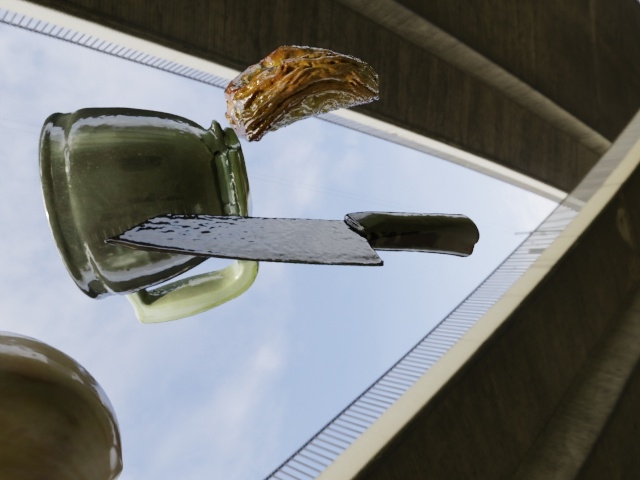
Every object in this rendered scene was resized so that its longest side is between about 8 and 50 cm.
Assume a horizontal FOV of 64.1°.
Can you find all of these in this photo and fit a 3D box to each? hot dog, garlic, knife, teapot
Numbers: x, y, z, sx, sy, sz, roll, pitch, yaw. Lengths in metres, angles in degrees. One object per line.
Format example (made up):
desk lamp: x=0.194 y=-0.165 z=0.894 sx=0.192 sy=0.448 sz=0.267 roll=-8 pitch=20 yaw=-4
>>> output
hot dog: x=-0.029 y=-0.250 z=0.815 sx=0.259 sy=0.175 sz=0.114 roll=-25 pitch=-62 yaw=-18
garlic: x=-0.221 y=0.158 z=0.389 sx=0.266 sy=0.128 sz=0.148 roll=37 pitch=-83 yaw=-25
knife: x=0.000 y=0.000 z=0.296 sx=0.230 sy=0.060 sz=0.028 roll=2 pitch=-64 yaw=-23
teapot: x=-0.198 y=-0.019 z=0.672 sx=0.239 sy=0.239 sz=0.322 roll=-10 pitch=-76 yaw=-7
